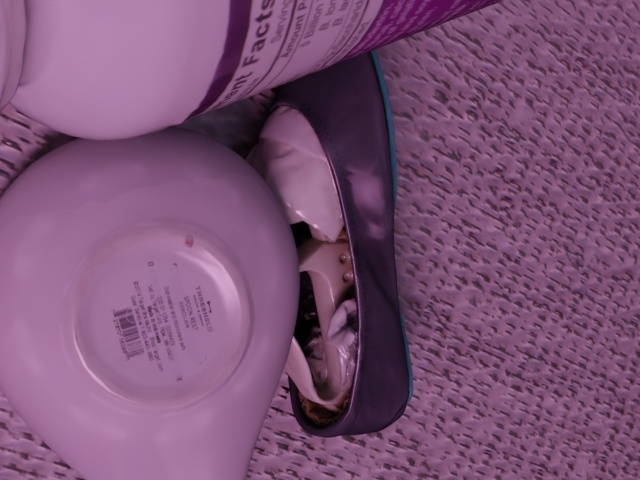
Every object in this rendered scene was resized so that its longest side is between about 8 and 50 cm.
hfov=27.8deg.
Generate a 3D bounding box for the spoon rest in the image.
[{"bbox_3d":[-0.061,0.088,0.547,0.137,0.084,0.276,-14,99,-15],"label":"spoon rest"}]

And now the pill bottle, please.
[{"bbox_3d":[-0.044,-0.134,0.463,0.301,0.169,0.169,-25,112,-34],"label":"pill bottle"}]

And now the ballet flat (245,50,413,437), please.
[{"bbox_3d":[0.000,0.000,0.587,0.074,0.074,0.203,-20,112,-35],"label":"ballet flat"}]
